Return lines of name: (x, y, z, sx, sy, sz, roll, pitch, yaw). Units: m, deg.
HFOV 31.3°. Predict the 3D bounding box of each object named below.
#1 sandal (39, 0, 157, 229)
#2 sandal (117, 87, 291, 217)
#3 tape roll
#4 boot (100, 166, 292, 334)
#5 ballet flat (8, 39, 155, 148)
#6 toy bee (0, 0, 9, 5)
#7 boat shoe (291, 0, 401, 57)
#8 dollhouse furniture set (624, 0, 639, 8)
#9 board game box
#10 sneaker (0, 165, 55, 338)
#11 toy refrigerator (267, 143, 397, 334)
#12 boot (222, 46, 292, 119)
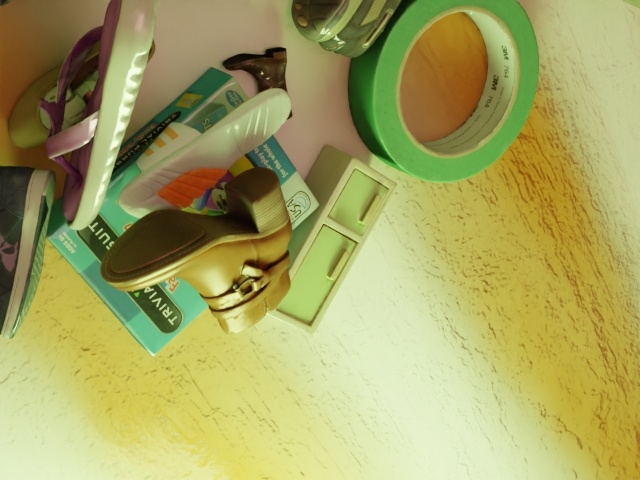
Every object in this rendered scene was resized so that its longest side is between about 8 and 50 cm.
sandal: (-0.278, -0.174, 1.355, 0.102, 0.169, 0.416, 13, 140, -16)
sandal: (-0.160, -0.128, 1.524, 0.265, 0.076, 0.102, -36, 149, -2)
tape roll: (0.197, -0.254, 1.798, 0.321, 0.077, 0.321, -11, 113, -28)
boot: (-0.157, 0.045, 1.567, 0.283, 0.109, 0.220, -36, 141, -28)
ballet flat: (-0.312, -0.203, 1.501, 0.232, 0.073, 0.080, -45, 125, -10)
toy bee: (-0.467, -0.240, 1.361, 0.298, 0.162, 0.195, -16, 120, 4)
boat shoe: (0.101, -0.422, 1.658, 0.355, 0.132, 0.130, -51, 136, 5)
dollhouse furniture set: (0.483, -0.527, 1.688, 0.362, 0.256, 0.394, -47, 145, -9)
board game box: (-0.197, -0.039, 1.631, 0.336, 0.079, 0.254, -43, 124, -12)
sneaker: (-0.438, 0.005, 1.463, 0.163, 0.086, 0.226, 11, 99, -5)
toy refrigerator: (0.000, 0.000, 1.759, 0.102, 0.094, 0.270, 29, 91, -36)
boot: (-0.090, -0.216, 1.661, 0.106, 0.037, 0.114, -15, 119, -24)
